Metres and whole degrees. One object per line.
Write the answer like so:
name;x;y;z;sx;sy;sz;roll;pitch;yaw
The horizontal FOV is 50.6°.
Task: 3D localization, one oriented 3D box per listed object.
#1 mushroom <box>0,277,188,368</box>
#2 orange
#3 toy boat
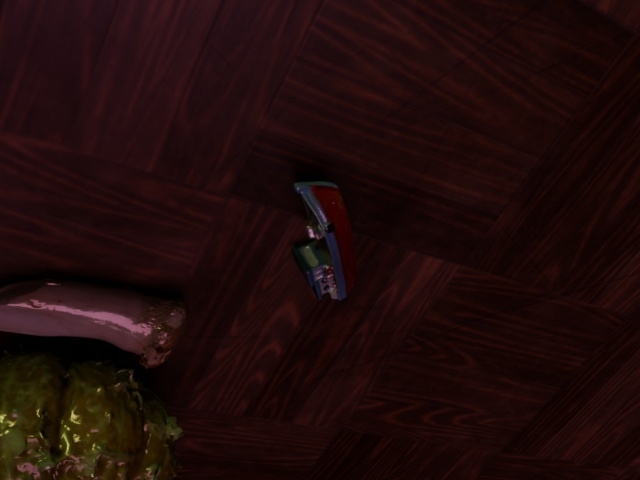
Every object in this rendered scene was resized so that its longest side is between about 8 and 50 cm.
mushroom;-0.251;0.084;0.736;0.209;0.071;0.084;14;128;-24
orange;-0.307;0.270;0.767;0.301;0.223;0.300;9;129;-24
toy boat;0.000;0.000;0.747;0.058;0.069;0.173;-21;136;-11
